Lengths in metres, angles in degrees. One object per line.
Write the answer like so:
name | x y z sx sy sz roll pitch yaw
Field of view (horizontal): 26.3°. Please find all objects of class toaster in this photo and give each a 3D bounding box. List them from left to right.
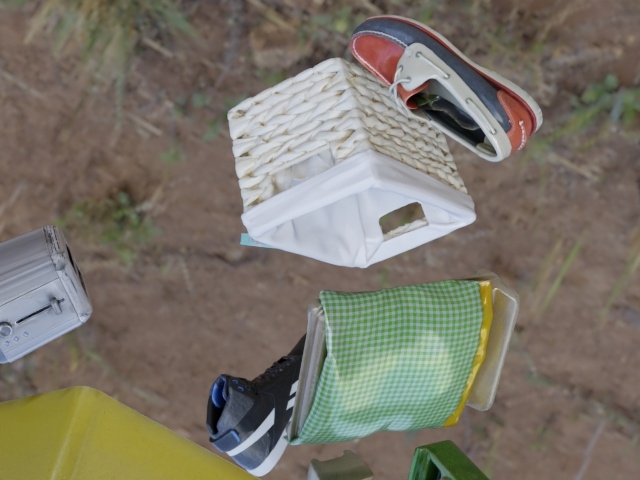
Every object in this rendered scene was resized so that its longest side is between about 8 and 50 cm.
toaster | -0.406 0.066 1.898 0.227 0.146 0.129 -129 17 -66

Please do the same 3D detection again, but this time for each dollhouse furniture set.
dollhouse furniture set | 0.087 0.192 1.189 0.197 0.301 0.151 -10 -144 -28

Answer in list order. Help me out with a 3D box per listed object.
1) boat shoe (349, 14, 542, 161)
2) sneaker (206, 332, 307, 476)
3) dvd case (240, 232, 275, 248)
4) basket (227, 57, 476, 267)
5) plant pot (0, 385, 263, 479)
boat shoe | 0.068 -0.093 0.831 0.137 0.043 0.049 34 148 23
sneaker | -0.072 0.186 1.789 0.121 0.217 0.079 40 150 -23
dvd case | 0.000 0.000 1.245 0.119 0.013 0.087 0 -177 -38
basket | 0.022 -0.054 0.996 0.113 0.103 0.167 -23 161 25
plant pot | -0.166 0.242 0.980 0.212 0.187 0.212 35 150 -27
